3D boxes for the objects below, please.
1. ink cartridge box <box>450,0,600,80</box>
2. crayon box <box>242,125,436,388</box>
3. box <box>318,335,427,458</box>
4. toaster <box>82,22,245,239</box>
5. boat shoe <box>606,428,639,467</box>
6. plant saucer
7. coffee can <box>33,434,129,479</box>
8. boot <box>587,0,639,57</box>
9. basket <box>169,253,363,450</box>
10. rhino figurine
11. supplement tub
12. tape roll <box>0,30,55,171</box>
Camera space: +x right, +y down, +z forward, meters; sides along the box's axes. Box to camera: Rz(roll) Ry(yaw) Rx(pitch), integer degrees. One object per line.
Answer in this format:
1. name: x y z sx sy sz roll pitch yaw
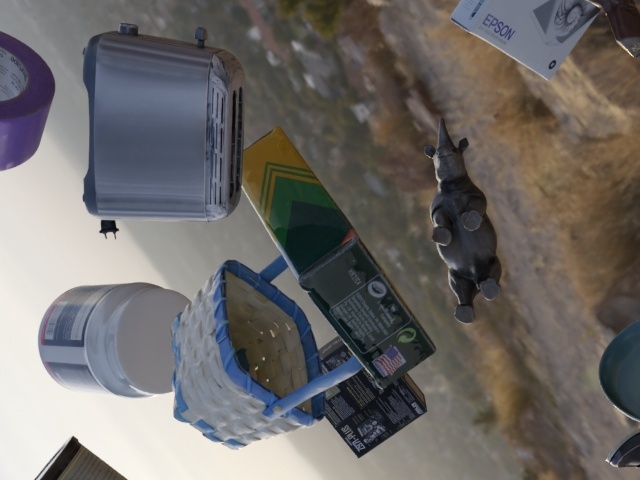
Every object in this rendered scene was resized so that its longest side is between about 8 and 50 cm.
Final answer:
1. ink cartridge box: 0.293 -0.332 1.275 0.223 0.224 0.045 13 -156 -50
2. crayon box: 0.000 0.000 1.175 0.202 0.081 0.318 53 -179 -38
3. box: 0.069 0.249 1.708 0.180 0.147 0.077 52 -171 -8
4. toaster: -0.157 -0.104 1.029 0.129 0.146 0.227 -66 -20 -77
5. boat shoe: 0.609 0.385 1.851 0.065 0.206 0.075 50 132 38
6. plant saucer: 0.632 0.219 1.701 0.317 0.318 0.043 36 151 57
7. coffee can: -0.371 0.489 1.690 0.275 0.201 0.201 39 171 -6
8. boot: 0.337 -0.266 1.191 0.037 0.106 0.114 112 152 -57
9. basket: -0.062 0.127 1.365 0.201 0.289 0.254 33 -148 -32
10. rhino figurine: 0.167 -0.030 1.215 0.106 0.073 0.243 -65 -38 -66
11. supplement tub: -0.334 0.166 1.687 0.272 0.191 0.191 -5 126 50
12. tape roll: -0.408 -0.168 1.166 0.189 0.189 0.080 47 130 25
